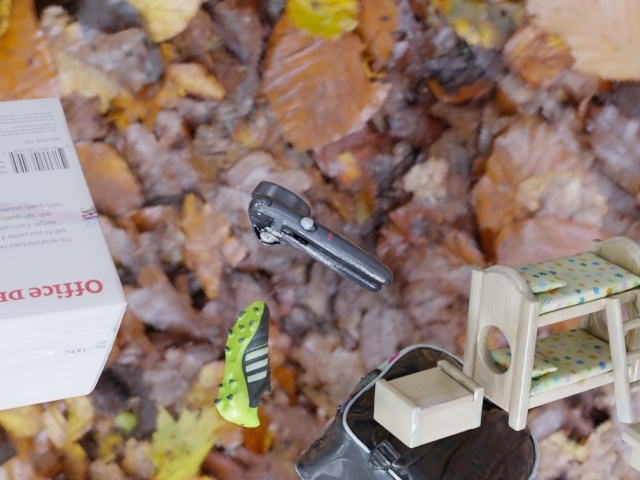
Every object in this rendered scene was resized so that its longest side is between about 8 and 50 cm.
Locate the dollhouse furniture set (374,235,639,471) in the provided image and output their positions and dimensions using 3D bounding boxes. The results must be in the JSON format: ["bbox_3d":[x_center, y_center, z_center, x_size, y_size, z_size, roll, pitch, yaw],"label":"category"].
[{"bbox_3d":[0.154,0.079,0.815,0.161,0.182,0.101,33,127,50],"label":"dollhouse furniture set"}]

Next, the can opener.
[{"bbox_3d":[0.000,0.000,1.490,0.186,0.073,0.059,32,158,-5],"label":"can opener"}]

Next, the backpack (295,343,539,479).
[{"bbox_3d":[0.111,0.243,1.448,0.225,0.253,0.191,41,129,4],"label":"backpack"}]

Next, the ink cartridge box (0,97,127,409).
[{"bbox_3d":[-0.349,0.019,1.408,0.270,0.198,0.197,68,150,27],"label":"ink cartridge box"}]

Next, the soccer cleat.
[{"bbox_3d":[-0.094,0.168,1.807,0.060,0.179,0.072,-17,138,41],"label":"soccer cleat"}]
